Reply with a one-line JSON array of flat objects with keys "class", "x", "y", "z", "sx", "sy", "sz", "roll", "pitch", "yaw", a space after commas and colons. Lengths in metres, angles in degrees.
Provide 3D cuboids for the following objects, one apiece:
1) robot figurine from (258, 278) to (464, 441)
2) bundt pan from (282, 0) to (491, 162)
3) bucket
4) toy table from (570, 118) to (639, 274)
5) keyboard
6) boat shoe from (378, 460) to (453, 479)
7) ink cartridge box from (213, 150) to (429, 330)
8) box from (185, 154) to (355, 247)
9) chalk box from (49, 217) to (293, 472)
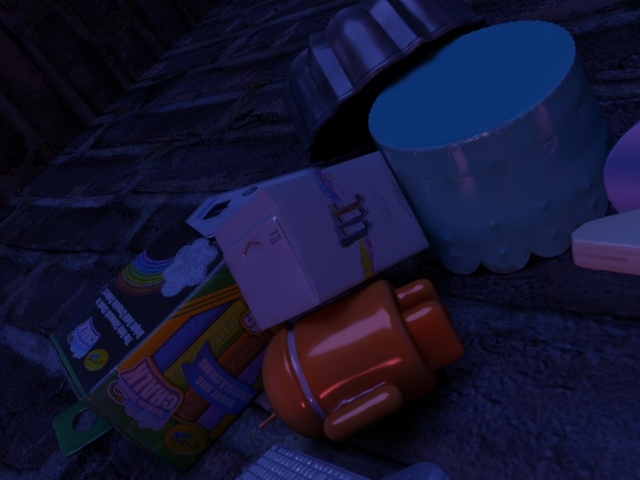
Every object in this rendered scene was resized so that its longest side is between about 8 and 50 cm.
[{"class": "robot figurine", "x": 0.033, "y": 0.123, "z": 0.623, "sx": 0.219, "sy": 0.128, "sz": 0.158, "roll": -28, "pitch": 63, "yaw": 10}, {"class": "bundt pan", "x": 0.081, "y": -0.260, "z": 0.894, "sx": 0.330, "sy": 0.124, "sz": 0.331, "roll": -32, "pitch": -6, "yaw": -4}, {"class": "bucket", "x": 0.201, "y": -0.118, "z": 0.722, "sx": 0.281, "sy": 0.183, "sz": 0.281, "roll": -22, "pitch": 35, "yaw": 16}, {"class": "toy table", "x": 0.341, "y": -0.015, "z": 0.452, "sx": 0.274, "sy": 0.252, "sz": 0.161, "roll": -6, "pitch": 25, "yaw": 49}, {"class": "keyboard", "x": -0.026, "y": 0.223, "z": 0.538, "sx": 0.072, "sy": 0.014, "sz": 0.256, "roll": -30, "pitch": 1, "yaw": -25}, {"class": "boat shoe", "x": -0.011, "y": 0.286, "z": 0.482, "sx": 0.302, "sy": 0.094, "sz": 0.109, "roll": -32, "pitch": -8, "yaw": 15}, {"class": "ink cartridge box", "x": 0.000, "y": 0.000, "z": 0.660, "sx": 0.176, "sy": 0.127, "sz": 0.128, "roll": -22, "pitch": -7, "yaw": -38}, {"class": "box", "x": -0.080, "y": -0.023, "z": 0.908, "sx": 0.289, "sy": 0.087, "sz": 0.169, "roll": -11, "pitch": 28, "yaw": 31}, {"class": "chalk box", "x": -0.200, "y": 0.148, "z": 0.749, "sx": 0.289, "sy": 0.179, "sz": 0.180, "roll": -45, "pitch": 36, "yaw": -13}]
